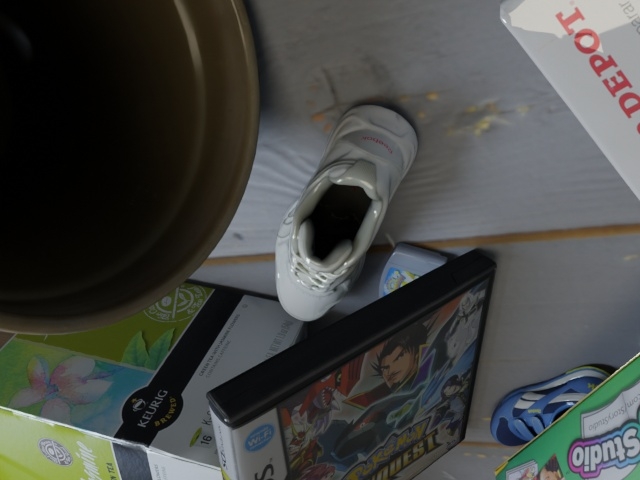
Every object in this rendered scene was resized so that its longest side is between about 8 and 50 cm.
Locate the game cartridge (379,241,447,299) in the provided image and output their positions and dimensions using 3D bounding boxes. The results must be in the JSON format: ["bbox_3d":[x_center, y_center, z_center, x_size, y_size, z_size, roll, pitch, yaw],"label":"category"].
[{"bbox_3d":[0.085,0.042,0.622,0.056,0.017,0.083,18,130,13],"label":"game cartridge"}]

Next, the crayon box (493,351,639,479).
[{"bbox_3d":[0.374,0.188,0.519,0.313,0.106,0.363,20,131,-10],"label":"crayon box"}]

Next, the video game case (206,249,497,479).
[{"bbox_3d":[0.039,0.162,0.584,0.035,0.275,0.248,38,142,41],"label":"video game case"}]

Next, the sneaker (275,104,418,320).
[{"bbox_3d":[0.000,0.000,0.558,0.090,0.115,0.232,24,130,4],"label":"sneaker"}]

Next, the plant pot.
[{"bbox_3d":[-0.252,-0.111,0.485,0.280,0.323,0.323,5,129,40],"label":"plant pot"}]

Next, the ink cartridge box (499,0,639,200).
[{"bbox_3d":[0.237,-0.144,0.319,0.233,0.168,0.171,-31,110,37],"label":"ink cartridge box"}]

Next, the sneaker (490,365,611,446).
[{"bbox_3d":[0.221,0.175,0.638,0.053,0.059,0.144,37,131,-10],"label":"sneaker"}]

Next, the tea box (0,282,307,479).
[{"bbox_3d":[-0.188,0.232,0.741,0.323,0.220,0.329,10,128,14],"label":"tea box"}]
